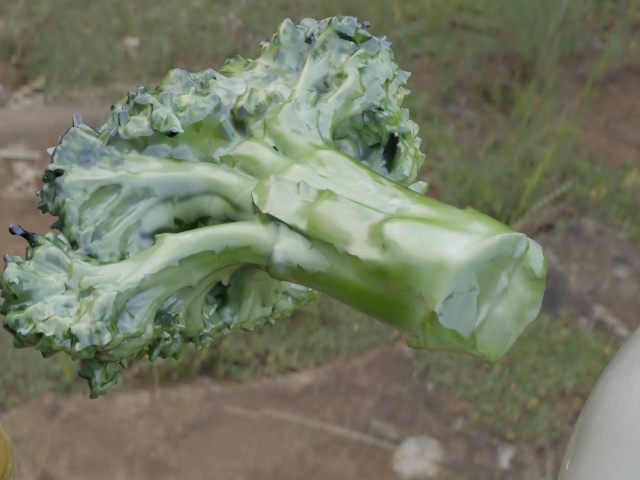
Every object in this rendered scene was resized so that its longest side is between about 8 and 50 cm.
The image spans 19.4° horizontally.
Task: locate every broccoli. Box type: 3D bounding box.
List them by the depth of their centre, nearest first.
[{"bbox_3d":[0.005,-0.030,1.402,0.397,0.275,0.353,-13,51,30],"label":"broccoli"}]

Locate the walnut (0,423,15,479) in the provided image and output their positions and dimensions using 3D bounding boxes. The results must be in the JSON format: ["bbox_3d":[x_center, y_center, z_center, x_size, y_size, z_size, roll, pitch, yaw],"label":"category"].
[{"bbox_3d":[-0.280,0.137,1.127,0.193,0.193,0.226,-20,33,-27],"label":"walnut"}]

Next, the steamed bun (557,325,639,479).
[{"bbox_3d":[0.270,0.155,0.914,0.324,0.324,0.206,16,6,2],"label":"steamed bun"}]
